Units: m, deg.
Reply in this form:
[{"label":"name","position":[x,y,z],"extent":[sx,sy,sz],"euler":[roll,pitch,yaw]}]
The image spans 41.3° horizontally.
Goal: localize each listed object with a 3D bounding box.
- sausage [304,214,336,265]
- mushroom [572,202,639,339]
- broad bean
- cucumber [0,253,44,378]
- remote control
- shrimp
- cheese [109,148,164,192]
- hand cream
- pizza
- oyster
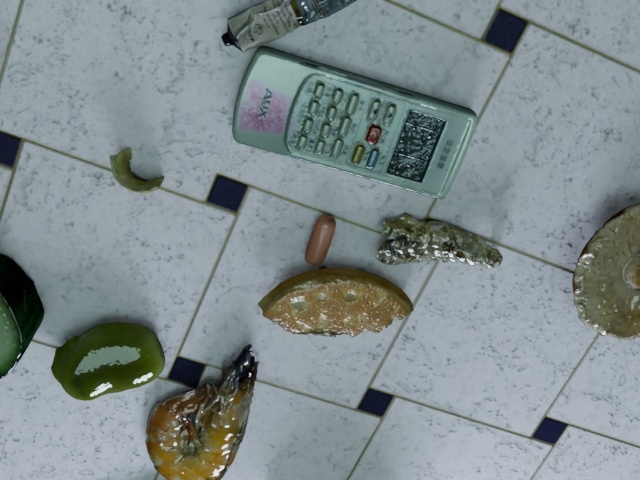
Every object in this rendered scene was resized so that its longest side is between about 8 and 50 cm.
[{"label":"sausage","position":[0.000,0.000,1.319],"extent":[0.034,0.034,0.083],"euler":[14,112,-12]},{"label":"mushroom","position":[0.494,0.053,1.263],"extent":[0.208,0.302,0.233],"euler":[39,95,13]},{"label":"broad bean","position":[-0.342,0.191,1.364],"extent":[0.174,0.082,0.124],"euler":[-23,117,-5]},{"label":"cucumber","position":[-0.515,0.114,1.280],"extent":[0.191,0.130,0.191],"euler":[-2,112,-5]},{"label":"remote control","position":[0.047,-0.168,1.230],"extent":[0.344,0.050,0.145],"euler":[14,114,-12]},{"label":"shrimp","position":[-0.199,0.291,1.434],"extent":[0.164,0.062,0.317],"euler":[22,113,-9]},{"label":"cheese","position":[-0.273,-0.097,1.235],"extent":[0.084,0.060,0.041],"euler":[40,108,-14]},{"label":"hand cream","position":[-0.023,-0.328,1.153],"extent":[0.248,0.052,0.075],"euler":[-29,138,3]},{"label":"pizza","position":[0.024,0.095,1.354],"extent":[0.246,0.058,0.127],"euler":[-9,116,-3]},{"label":"oyster","position":[0.183,0.006,1.323],"extent":[0.200,0.061,0.106],"euler":[-11,116,0]}]
